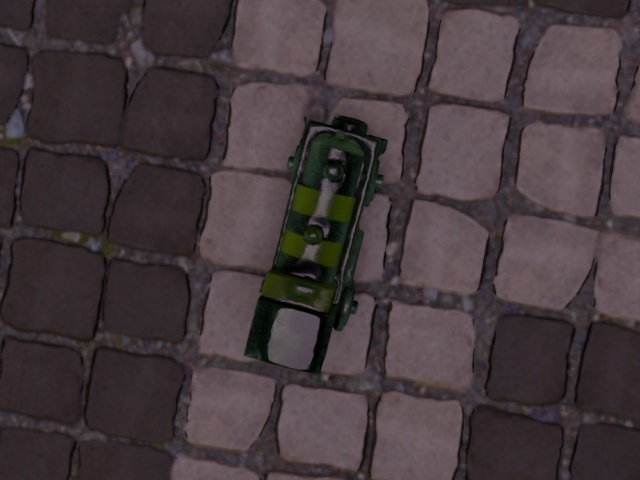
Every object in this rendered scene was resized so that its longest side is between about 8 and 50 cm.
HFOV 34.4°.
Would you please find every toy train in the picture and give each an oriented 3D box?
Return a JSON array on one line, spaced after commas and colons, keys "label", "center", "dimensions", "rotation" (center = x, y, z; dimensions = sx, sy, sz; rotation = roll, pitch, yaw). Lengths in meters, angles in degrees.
[{"label": "toy train", "center": [-0.001, 0.000, 0.822], "dimensions": [0.083, 0.132, 0.200], "rotation": [12, 97, 1]}]
